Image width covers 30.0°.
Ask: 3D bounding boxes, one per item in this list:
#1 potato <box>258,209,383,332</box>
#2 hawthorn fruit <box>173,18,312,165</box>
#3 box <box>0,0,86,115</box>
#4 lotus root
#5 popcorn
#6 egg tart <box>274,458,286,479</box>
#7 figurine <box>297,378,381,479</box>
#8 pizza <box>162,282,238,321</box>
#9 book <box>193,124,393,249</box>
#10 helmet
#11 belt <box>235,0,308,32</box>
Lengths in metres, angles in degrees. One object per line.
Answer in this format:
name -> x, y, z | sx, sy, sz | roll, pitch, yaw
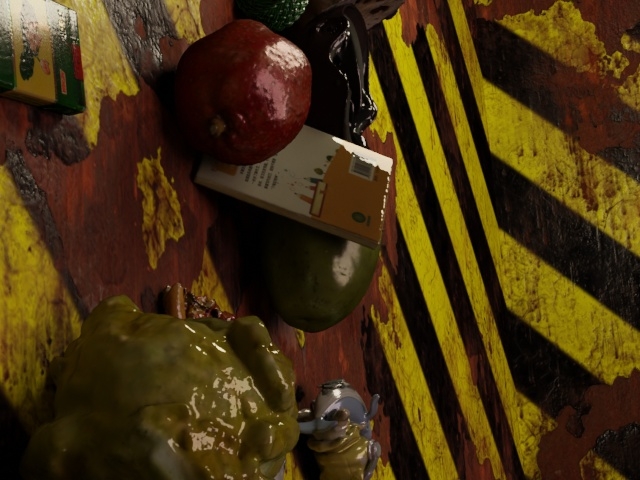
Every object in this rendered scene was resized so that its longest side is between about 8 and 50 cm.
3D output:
potato -> -0.002, 0.001, 1.937 | 0.216, 0.216, 0.304 | 55, 42, -48
hawthorn fruit -> -0.122, -0.204, 1.734 | 0.253, 0.205, 0.205 | -53, 130, -54
box -> -0.348, -0.226, 1.363 | 0.235, 0.034, 0.132 | 8, 73, -68
lotus root -> 0.031, -0.478, 2.200 | 0.192, 0.272, 0.272 | 68, 20, 3
popcorn -> -0.163, 0.206, 1.330 | 0.312, 0.312, 0.312 | -10, 90, -69
egg tart -> -0.110, 0.315, 1.623 | 0.234, 0.094, 0.234 | 3, 90, -67
figurine -> 0.028, 0.322, 1.990 | 0.208, 0.128, 0.184 | 17, 67, -58
pizza -> -0.155, 0.133, 1.679 | 0.193, 0.053, 0.201 | -53, 130, -63
book -> -0.034, -0.110, 1.850 | 0.208, 0.295, 0.020 | -77, -170, -45
helmet -> -0.006, -0.262, 2.078 | 0.225, 0.177, 0.305 | 66, 21, -46
belt -> -0.076, -0.420, 2.040 | 0.079, 0.121, 0.151 | 52, 30, -48
